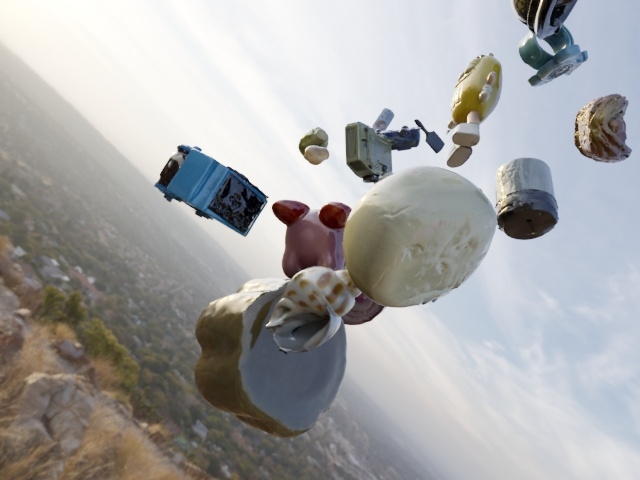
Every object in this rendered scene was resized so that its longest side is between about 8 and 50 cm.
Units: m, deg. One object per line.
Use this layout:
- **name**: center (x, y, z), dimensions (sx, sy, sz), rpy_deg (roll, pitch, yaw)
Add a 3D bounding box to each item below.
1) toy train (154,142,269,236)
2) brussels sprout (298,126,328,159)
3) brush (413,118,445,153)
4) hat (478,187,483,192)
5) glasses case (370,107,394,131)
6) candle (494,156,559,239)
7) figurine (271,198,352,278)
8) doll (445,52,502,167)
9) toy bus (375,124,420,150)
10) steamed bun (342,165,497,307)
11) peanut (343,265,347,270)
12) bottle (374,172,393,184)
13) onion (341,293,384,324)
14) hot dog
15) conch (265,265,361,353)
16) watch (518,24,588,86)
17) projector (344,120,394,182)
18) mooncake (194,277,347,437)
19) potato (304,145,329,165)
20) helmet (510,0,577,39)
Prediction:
- **toy train**: center (-0.318, -0.145, 1.409), dimensions (0.265, 0.187, 0.300), rpy_deg (27, -6, 32)
- **brussels sprout**: center (-0.029, -0.438, 2.179), dimensions (0.131, 0.146, 0.183), rpy_deg (62, -5, 15)
- **brush**: center (0.469, -0.460, 2.036), dimensions (0.193, 0.063, 0.016), rpy_deg (42, -6, -26)
- **hat**: center (0.706, -0.204, 2.158), dimensions (0.077, 0.059, 0.076), rpy_deg (-13, -88, 38)
- **glasses case**: center (0.294, -0.561, 2.226), dimensions (0.067, 0.178, 0.045), rpy_deg (35, -28, -5)
- **candle**: center (0.787, -0.187, 1.818), dimensions (0.222, 0.342, 0.221), rpy_deg (6, -34, 4)
- **figurine**: center (0.002, -0.008, 1.515), dimensions (0.270, 0.261, 0.211), rpy_deg (3, 10, 27)
- **doll**: center (0.550, -0.475, 1.727), dimensions (0.161, 0.423, 0.348), rpy_deg (21, -48, -5)
- **toy bus**: center (0.286, -0.404, 1.889), dimensions (0.079, 0.237, 0.093), rpy_deg (-61, 143, -63)
- **steamed bun**: center (0.210, -0.028, 1.055), dimensions (0.334, 0.311, 0.233), rpy_deg (-2, 39, -31)
- **peanut**: center (0.048, 0.127, 1.705), dimensions (0.147, 0.305, 0.146), rpy_deg (17, -45, 18)
- **bottle**: center (0.307, -0.273, 2.198), dimensions (0.245, 0.104, 0.104), rpy_deg (61, 1, 28)
- **onion**: center (0.166, 0.179, 1.970), dimensions (0.282, 0.336, 0.260), rpy_deg (32, 18, 3)
- **hot dog**: center (0.722, -0.280, 1.186), dimensions (0.259, 0.114, 0.174), rpy_deg (-32, 119, -67)
- **conch**: center (-0.001, 0.153, 1.154), dimensions (0.182, 0.275, 0.149), rpy_deg (59, 22, 14)
- **watch**: center (0.823, -0.685, 1.682), dimensions (0.211, 0.211, 0.193), rpy_deg (88, -19, -80)
- **projector**: center (0.185, -0.310, 1.703), dimensions (0.088, 0.193, 0.270), rpy_deg (-4, -5, 32)
- **mooncake**: center (-0.141, 0.337, 1.414), dimensions (0.262, 0.466, 0.467), rpy_deg (-10, -47, 41)
- **potato**: center (-0.011, -0.283, 1.550), dimensions (0.062, 0.084, 0.068), rpy_deg (139, -68, -82)
- **helmet**: center (0.557, -0.642, 1.161), dimensions (0.160, 0.279, 0.230), rpy_deg (38, -19, 24)
